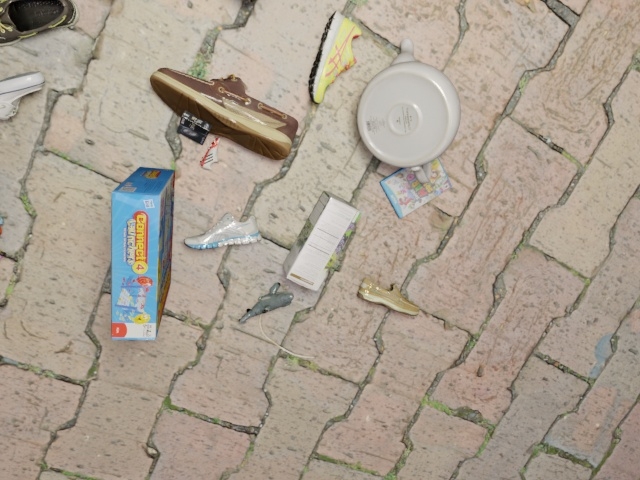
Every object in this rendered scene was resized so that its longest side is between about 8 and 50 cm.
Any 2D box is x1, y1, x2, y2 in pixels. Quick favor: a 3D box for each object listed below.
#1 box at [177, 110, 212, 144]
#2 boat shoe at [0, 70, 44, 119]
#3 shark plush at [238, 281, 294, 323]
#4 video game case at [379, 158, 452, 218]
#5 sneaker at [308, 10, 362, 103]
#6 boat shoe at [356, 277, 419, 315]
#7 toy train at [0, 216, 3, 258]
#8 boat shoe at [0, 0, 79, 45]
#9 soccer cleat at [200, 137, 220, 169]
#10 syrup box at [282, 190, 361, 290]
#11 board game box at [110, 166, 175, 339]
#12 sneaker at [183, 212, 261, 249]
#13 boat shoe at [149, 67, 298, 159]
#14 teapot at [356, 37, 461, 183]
[{"bbox_3d":[-0.291,-0.259,1.067,0.067,0.083,0.018,27,68,-18],"label":"box"},{"bbox_3d":[-0.687,-0.298,0.992,0.227,0.083,0.075,-14,121,6],"label":"boat shoe"},{"bbox_3d":[-0.148,0.170,1.234,0.161,0.067,0.073,-17,110,-5],"label":"shark plush"},{"bbox_3d":[0.256,-0.150,1.235,0.166,0.015,0.119,-32,110,1],"label":"video game case"},{"bbox_3d":[0.037,-0.415,1.077,0.094,0.081,0.208,17,103,-17],"label":"sneaker"},{"bbox_3d":[0.200,0.155,1.298,0.190,0.068,0.072,20,91,-15],"label":"boat shoe"},{"bbox_3d":[-0.809,-0.001,1.075,0.167,0.046,0.125,-16,108,-8],"label":"toy train"},{"bbox_3d":[-0.623,-0.459,0.949,0.228,0.068,0.081,-17,109,-5],"label":"boat shoe"},{"bbox_3d":[-0.259,-0.209,1.117,0.036,0.029,0.083,27,104,-26],"label":"soccer cleat"},{"bbox_3d":[0.000,0.000,1.194,0.096,0.093,0.236,25,101,-17],"label":"syrup box"},{"bbox_3d":[-0.382,0.012,1.016,0.086,0.308,0.301,3,107,-13],"label":"board game box"},{"bbox_3d":[-0.248,-0.027,1.161,0.191,0.071,0.082,-10,103,-16],"label":"sneaker"},{"bbox_3d":[-0.210,-0.312,1.061,0.342,0.123,0.123,24,72,-9],"label":"boat shoe"},{"bbox_3d":[0.219,-0.298,1.100,0.253,0.187,0.256,37,122,6],"label":"teapot"}]
